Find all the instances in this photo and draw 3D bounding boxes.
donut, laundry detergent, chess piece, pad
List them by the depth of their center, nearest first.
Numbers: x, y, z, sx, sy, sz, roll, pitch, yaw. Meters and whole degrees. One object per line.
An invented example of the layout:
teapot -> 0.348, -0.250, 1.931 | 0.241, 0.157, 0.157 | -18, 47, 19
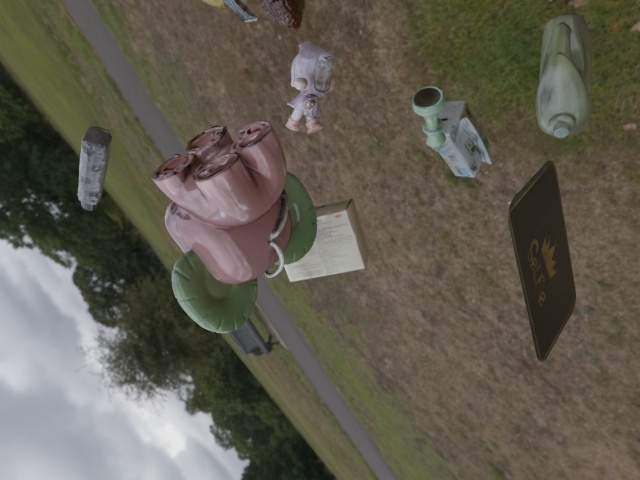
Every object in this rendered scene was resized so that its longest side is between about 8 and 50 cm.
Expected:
laundry detergent -> 0.455, -0.292, 0.917 | 0.091, 0.253, 0.181 | 0, 144, 30
chess piece -> 0.216, -0.223, 0.941 | 0.059, 0.059, 0.149 | 39, 171, 35
pad -> 0.459, 0.061, 0.963 | 0.063, 0.315, 0.375 | 3, 123, 47
donut -> -0.140, -0.576, 1.097 | 0.151, 0.295, 0.112 | -52, 44, 47

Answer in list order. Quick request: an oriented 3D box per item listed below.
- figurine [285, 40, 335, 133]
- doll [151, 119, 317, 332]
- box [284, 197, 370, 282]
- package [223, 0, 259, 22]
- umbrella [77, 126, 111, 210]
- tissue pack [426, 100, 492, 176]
figurine -> -0.037, -0.480, 1.551 | 0.133, 0.200, 0.275 | 24, 115, 28
doll -> -0.113, -0.021, 0.725 | 0.216, 0.284, 0.268 | 10, 139, 44
box -> 0.000, 0.000, 1.257 | 0.095, 0.212, 0.168 | -62, -44, -60
package -> -0.163, -0.468, 0.988 | 0.110, 0.037, 0.015 | 7, -101, -70
umbrella -> -0.603, -0.177, 1.300 | 0.067, 0.073, 0.337 | 26, 145, -14
tissue pack -> 0.501, -0.348, 1.693 | 0.145, 0.159, 0.229 | 11, 155, 48
